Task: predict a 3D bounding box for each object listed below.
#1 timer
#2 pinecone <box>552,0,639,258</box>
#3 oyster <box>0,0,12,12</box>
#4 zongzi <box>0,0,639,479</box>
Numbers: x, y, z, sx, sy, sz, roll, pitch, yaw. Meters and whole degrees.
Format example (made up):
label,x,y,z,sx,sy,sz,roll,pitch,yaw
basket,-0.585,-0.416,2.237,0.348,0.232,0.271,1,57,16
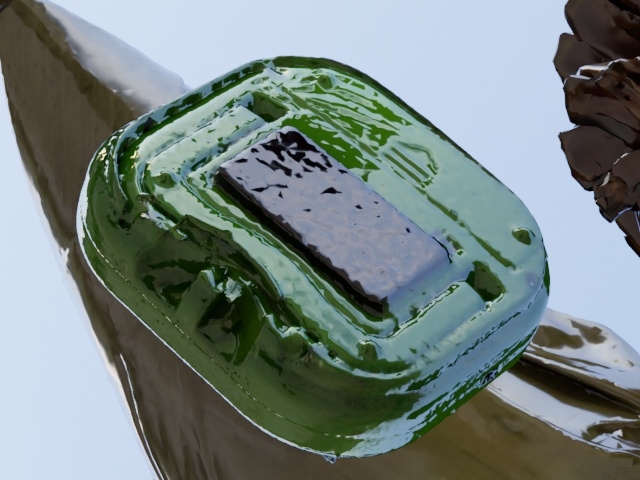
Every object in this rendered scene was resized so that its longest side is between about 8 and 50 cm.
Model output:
label,x,y,z,sx,sy,sz,roll,pitch,yaw
timer,0.000,0.000,0.606,0.140,0.128,0.047,41,-43,19
pinecone,0.198,-0.071,0.818,0.221,0.221,0.221,2,-86,39
oyster,-0.185,-0.166,0.820,0.271,0.275,0.100,128,-36,-52
zongzi,0.003,0.049,0.905,0.467,0.218,0.500,51,-16,-14
